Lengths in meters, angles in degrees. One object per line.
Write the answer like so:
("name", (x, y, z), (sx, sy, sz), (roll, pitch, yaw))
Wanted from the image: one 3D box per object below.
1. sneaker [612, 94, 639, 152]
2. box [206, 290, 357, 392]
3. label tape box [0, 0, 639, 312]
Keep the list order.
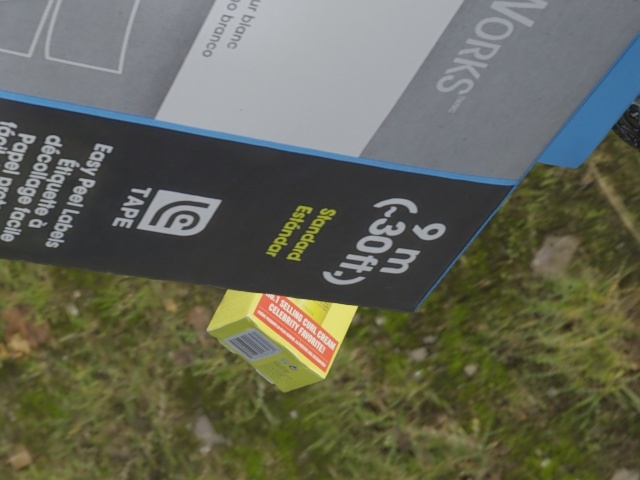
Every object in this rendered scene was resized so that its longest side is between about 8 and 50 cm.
("sneaker", (0.305, -0.064, 0.830), (0.283, 0.122, 0.110), (43, 156, 24))
("box", (0.000, 0.000, 1.104), (0.087, 0.232, 0.058), (42, 143, -20))
("label tape box", (0.028, -0.089, 0.467), (0.240, 0.334, 0.106), (-56, 36, 42))
